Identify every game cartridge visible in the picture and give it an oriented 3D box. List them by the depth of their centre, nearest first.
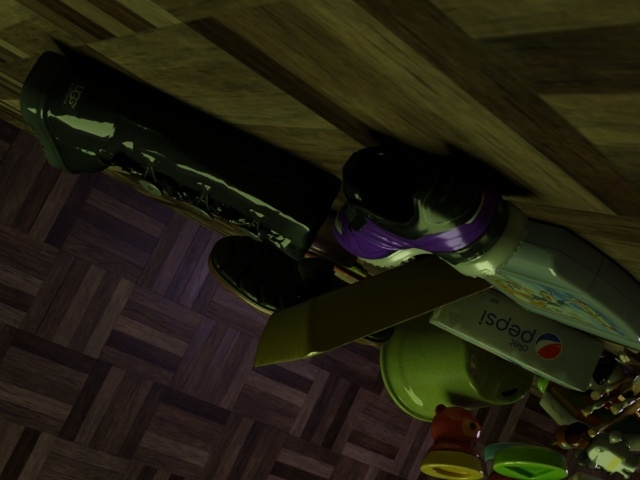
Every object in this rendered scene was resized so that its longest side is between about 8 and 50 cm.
[{"bbox_3d":[0.278,0.048,0.942,0.198,0.062,0.297,25,175,47],"label":"game cartridge"}]

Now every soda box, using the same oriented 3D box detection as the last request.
[{"bbox_3d":[0.344,0.164,1.412,0.286,0.098,0.091,25,174,2],"label":"soda box"}]

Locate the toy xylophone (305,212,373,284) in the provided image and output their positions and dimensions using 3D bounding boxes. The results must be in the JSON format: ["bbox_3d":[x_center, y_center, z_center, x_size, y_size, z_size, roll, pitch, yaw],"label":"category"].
[{"bbox_3d":[0.000,0.000,1.507,0.236,0.081,0.322,25,173,15],"label":"toy xylophone"}]

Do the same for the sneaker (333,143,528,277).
[{"bbox_3d":[0.073,-0.045,0.834,0.146,0.102,0.293,33,166,-24],"label":"sneaker"}]

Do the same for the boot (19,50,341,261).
[{"bbox_3d":[-0.200,-0.108,1.238,0.445,0.146,0.367,22,176,-1],"label":"boot"}]

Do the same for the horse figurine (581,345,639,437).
[{"bbox_3d":[0.451,0.193,1.106,0.066,0.175,0.263,56,174,27],"label":"horse figurine"}]

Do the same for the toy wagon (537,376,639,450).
[{"bbox_3d":[0.657,0.382,1.763,0.345,0.068,0.267,6,-158,-22],"label":"toy wagon"}]

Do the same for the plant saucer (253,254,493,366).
[{"bbox_3d":[0.067,0.106,1.290,0.333,0.080,0.333,-18,175,-22],"label":"plant saucer"}]

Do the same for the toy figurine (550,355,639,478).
[{"bbox_3d":[0.546,0.337,1.526,0.148,0.209,0.213,31,174,12],"label":"toy figurine"}]

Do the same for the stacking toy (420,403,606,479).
[{"bbox_3d":[0.381,0.405,1.545,0.309,0.130,0.280,28,147,-33],"label":"stacking toy"}]

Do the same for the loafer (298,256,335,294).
[{"bbox_3d":[-0.014,0.057,1.386,0.061,0.062,0.170,30,172,5],"label":"loafer"}]

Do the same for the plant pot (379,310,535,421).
[{"bbox_3d":[0.303,0.243,1.645,0.276,0.276,0.254,28,161,-18],"label":"plant pot"}]

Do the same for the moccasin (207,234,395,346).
[{"bbox_3d":[-0.038,0.098,1.536,0.380,0.139,0.147,18,167,-14],"label":"moccasin"}]
